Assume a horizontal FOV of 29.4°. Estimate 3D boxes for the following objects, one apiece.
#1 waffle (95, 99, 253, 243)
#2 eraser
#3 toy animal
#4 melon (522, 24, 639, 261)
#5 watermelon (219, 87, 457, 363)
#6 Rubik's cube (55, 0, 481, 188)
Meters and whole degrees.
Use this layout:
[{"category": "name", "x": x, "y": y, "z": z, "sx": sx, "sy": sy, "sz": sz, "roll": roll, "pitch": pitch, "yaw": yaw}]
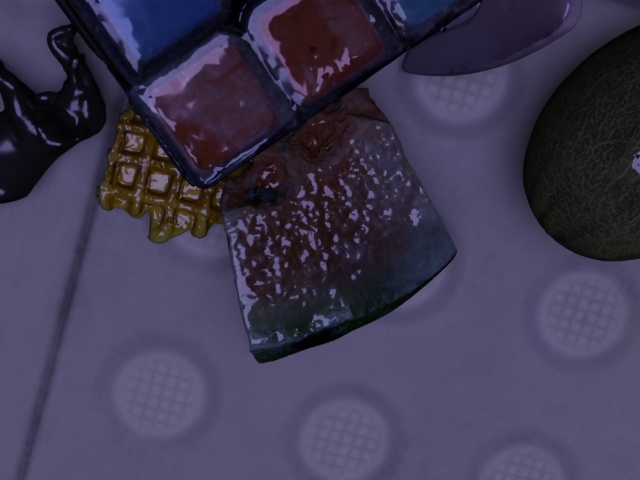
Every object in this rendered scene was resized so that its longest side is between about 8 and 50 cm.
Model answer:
[{"category": "waffle", "x": -0.140, "y": -0.149, "z": 1.412, "sx": 0.309, "sy": 0.065, "sz": 0.283, "roll": -32, "pitch": 105, "yaw": 0}, {"category": "eraser", "x": 0.193, "y": -0.264, "z": 1.335, "sx": 0.059, "sy": 0.243, "sz": 0.204, "roll": 0, "pitch": 107, "yaw": -40}, {"category": "toy animal", "x": -0.339, "y": -0.140, "z": 1.385, "sx": 0.245, "sy": 0.114, "sz": 0.146, "roll": -40, "pitch": 97, "yaw": 27}, {"category": "melon", "x": 0.366, "y": -0.111, "z": 1.366, "sx": 0.302, "sy": 0.237, "sz": 0.237, "roll": -41, "pitch": 103, "yaw": 9}, {"category": "watermelon", "x": 0.007, "y": 0.010, "z": 1.377, "sx": 0.264, "sy": 0.151, "sz": 0.302, "roll": -26, "pitch": 115, "yaw": -11}, {"category": "Rubik's cube", "x": -0.096, "y": -0.302, "z": 1.159, "sx": 0.362, "sy": 0.363, "sz": 0.358, "roll": -34, "pitch": 107, "yaw": -4}]
